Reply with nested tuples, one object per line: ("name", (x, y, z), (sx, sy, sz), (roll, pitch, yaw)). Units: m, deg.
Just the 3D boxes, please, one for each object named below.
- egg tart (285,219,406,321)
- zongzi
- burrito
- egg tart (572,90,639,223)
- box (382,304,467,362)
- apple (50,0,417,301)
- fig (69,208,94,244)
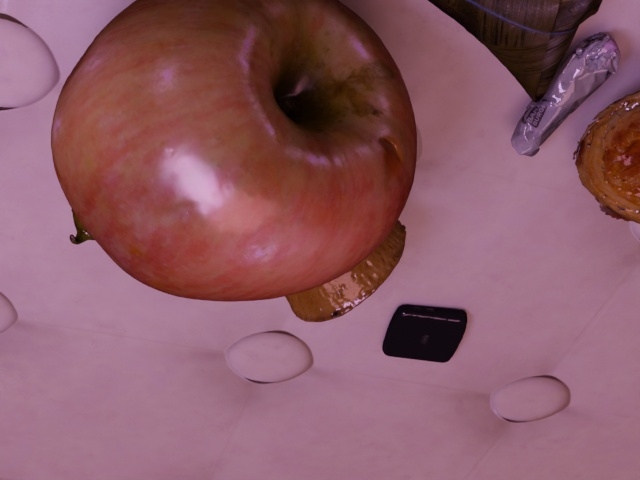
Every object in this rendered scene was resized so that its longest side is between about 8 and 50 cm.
("egg tart", (0.000, 0.000, 1.407), (0.203, 0.202, 0.147), (-29, 122, 24))
("zongzi", (0.181, -0.273, 1.183), (0.286, 0.138, 0.300), (5, 145, -3))
("burrito", (0.315, -0.187, 1.319), (0.064, 0.064, 0.203), (20, 131, -22))
("egg tart", (0.486, -0.125, 1.361), (0.297, 0.132, 0.297), (8, 145, 6))
("box", (0.172, 0.155, 1.696), (0.125, 0.027, 0.126), (8, 136, -8))
("apple", (-0.103, -0.109, 1.156), (0.391, 0.391, 0.346), (26, 143, -27))
("fig", (-0.316, -0.032, 1.415), (0.082, 0.098, 0.084), (30, 167, -2))
